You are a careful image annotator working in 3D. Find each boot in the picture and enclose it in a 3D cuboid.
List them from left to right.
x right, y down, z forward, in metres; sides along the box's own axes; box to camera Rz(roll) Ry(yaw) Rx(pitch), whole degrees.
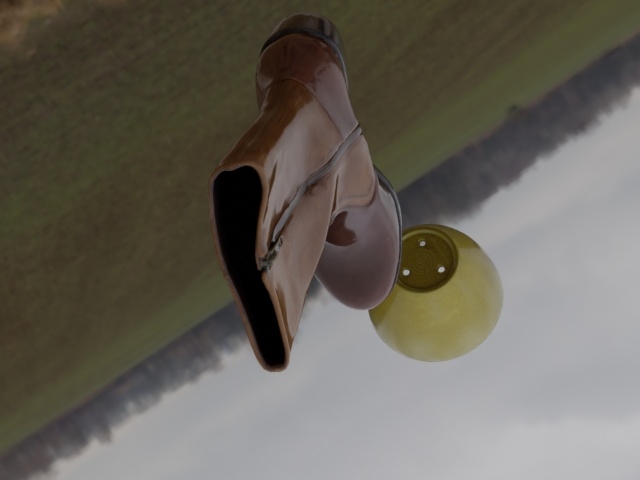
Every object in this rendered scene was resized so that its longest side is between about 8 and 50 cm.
[{"bbox_3d":[0.000,0.000,0.927,0.096,0.264,0.280,-2,-149,8],"label":"boot"}]

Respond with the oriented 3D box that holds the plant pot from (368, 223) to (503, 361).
[{"bbox_3d":[0.103,0.036,1.224,0.134,0.134,0.095,-33,153,-4],"label":"plant pot"}]
